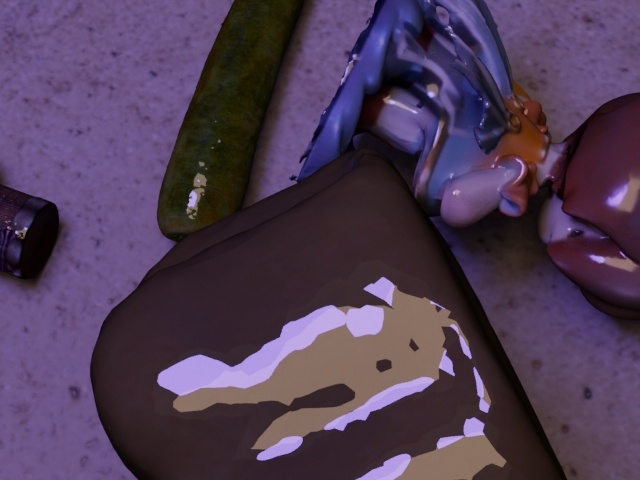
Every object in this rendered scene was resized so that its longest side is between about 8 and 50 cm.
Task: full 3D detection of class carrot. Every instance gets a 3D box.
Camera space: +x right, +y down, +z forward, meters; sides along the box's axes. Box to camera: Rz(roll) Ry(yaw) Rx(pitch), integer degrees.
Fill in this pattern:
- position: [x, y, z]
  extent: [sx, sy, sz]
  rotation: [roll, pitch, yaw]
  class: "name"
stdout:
- position: [-0.064, -0.161, 1.515]
  extent: [0.074, 0.074, 0.358]
  rotation: [14, 73, 11]
  class: "carrot"

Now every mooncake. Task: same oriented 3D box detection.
- position: [0.035, 0.178, 1.201]
  extent: [0.262, 0.467, 0.467]
  rotation: [-26, 71, 5]
  class: "mooncake"

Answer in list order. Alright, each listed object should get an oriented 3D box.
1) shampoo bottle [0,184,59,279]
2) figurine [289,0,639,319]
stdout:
- position: [-0.393, -0.050, 1.508]
  extent: [0.323, 0.084, 0.129]
  rotation: [20, 78, 12]
  class: "shampoo bottle"
- position: [0.203, -0.081, 1.369]
  extent: [0.388, 0.248, 0.276]
  rotation: [26, 37, 0]
  class: "figurine"
